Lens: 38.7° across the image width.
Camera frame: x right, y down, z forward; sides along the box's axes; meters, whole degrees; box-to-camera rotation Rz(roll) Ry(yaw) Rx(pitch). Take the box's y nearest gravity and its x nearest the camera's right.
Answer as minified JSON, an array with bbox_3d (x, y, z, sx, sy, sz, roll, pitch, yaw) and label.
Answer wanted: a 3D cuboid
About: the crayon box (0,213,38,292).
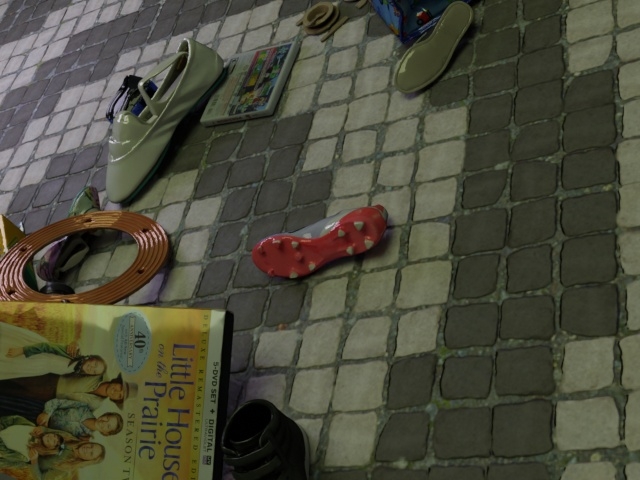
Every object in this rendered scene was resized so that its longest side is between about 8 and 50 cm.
[{"bbox_3d":[-0.722,0.082,1.949,0.203,0.083,0.323,-37,41,3],"label":"crayon box"}]

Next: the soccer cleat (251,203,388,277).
[{"bbox_3d":[0.000,0.000,1.517,0.248,0.083,0.095,-17,17,30],"label":"soccer cleat"}]

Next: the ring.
[{"bbox_3d":[-0.451,0.046,1.731,0.336,0.032,0.337,-6,35,4],"label":"ring"}]

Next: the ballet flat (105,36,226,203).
[{"bbox_3d":[-0.360,-0.267,1.940,0.139,0.139,0.400,22,73,45],"label":"ballet flat"}]

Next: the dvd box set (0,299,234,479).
[{"bbox_3d":[-0.346,0.246,1.355,0.420,0.062,0.308,2,79,9],"label":"dvd box set"}]

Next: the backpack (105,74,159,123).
[{"bbox_3d":[-0.409,-0.293,2.035,0.098,0.101,0.120,17,70,45],"label":"backpack"}]

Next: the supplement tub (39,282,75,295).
[{"bbox_3d":[-0.495,0.172,1.691,0.106,0.106,0.198,-26,42,15],"label":"supplement tub"}]

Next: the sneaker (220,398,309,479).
[{"bbox_3d":[-0.068,0.341,1.205,0.104,0.147,0.296,-25,45,14],"label":"sneaker"}]

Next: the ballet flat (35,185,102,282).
[{"bbox_3d":[-0.502,-0.007,1.885,0.079,0.077,0.222,21,72,25],"label":"ballet flat"}]

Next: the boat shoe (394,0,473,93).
[{"bbox_3d":[0.207,-0.348,1.685,0.206,0.075,0.065,-52,0,-6],"label":"boat shoe"}]

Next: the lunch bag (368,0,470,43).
[{"bbox_3d":[0.239,-0.541,1.787,0.293,0.138,0.221,-24,41,-1],"label":"lunch bag"}]

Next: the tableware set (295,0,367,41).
[{"bbox_3d":[0.034,-0.520,1.957,0.194,0.039,0.128,-43,42,-3],"label":"tableware set"}]

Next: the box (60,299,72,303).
[{"bbox_3d":[-0.438,0.245,1.518,0.203,0.167,0.168,-40,29,-1],"label":"box"}]

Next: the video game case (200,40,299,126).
[{"bbox_3d":[-0.150,-0.333,1.942,0.183,0.023,0.201,-5,51,33],"label":"video game case"}]

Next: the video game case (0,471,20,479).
[{"bbox_3d":[-0.352,0.493,1.164,0.036,0.300,0.329,-28,42,30],"label":"video game case"}]
